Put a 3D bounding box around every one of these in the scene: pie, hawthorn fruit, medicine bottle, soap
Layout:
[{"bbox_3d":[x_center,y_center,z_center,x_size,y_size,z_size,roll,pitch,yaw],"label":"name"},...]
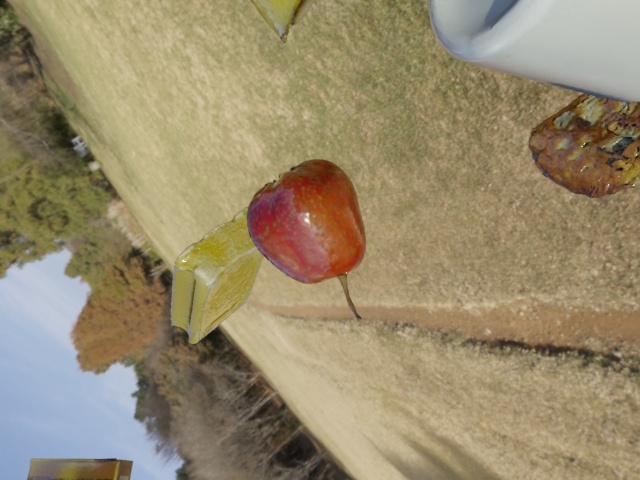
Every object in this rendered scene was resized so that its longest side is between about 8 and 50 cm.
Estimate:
[{"bbox_3d":[0.632,-0.228,1.044,0.085,0.308,0.308,31,179,-39],"label":"pie"},{"bbox_3d":[0.000,0.000,0.620,0.203,0.163,0.163,59,163,-11],"label":"hawthorn fruit"},{"bbox_3d":[0.322,-0.264,0.505,0.211,0.372,0.211,-177,90,-66],"label":"medicine bottle"},{"bbox_3d":[-0.221,0.087,1.030,0.091,0.199,0.315,42,142,10],"label":"soap"}]

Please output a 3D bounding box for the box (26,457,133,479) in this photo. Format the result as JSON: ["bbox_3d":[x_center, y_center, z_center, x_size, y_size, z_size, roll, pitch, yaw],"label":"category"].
[{"bbox_3d":[-0.405,0.477,0.749,0.071,0.159,0.240,90,-179,-63],"label":"box"}]

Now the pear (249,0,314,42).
[{"bbox_3d":[-0.063,-0.395,0.591,0.178,0.266,0.267,20,170,-15],"label":"pear"}]
